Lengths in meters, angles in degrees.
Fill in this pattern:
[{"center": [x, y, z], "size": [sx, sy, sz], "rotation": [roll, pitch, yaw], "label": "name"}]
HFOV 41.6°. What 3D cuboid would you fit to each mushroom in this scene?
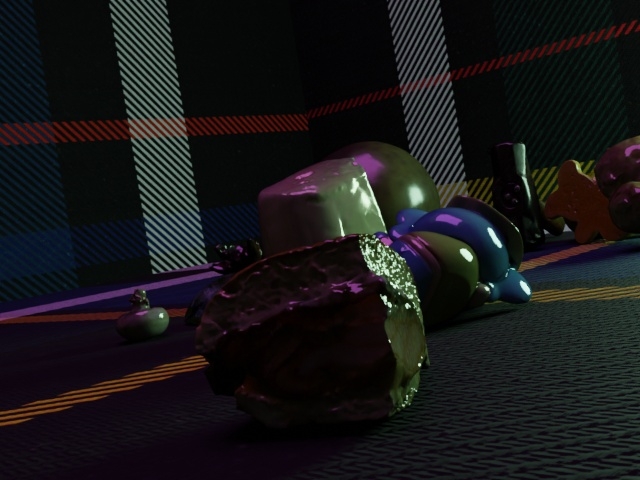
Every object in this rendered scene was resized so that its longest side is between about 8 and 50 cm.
[{"center": [-0.278, 0.114, 1.306], "size": [0.085, 0.079, 0.085], "rotation": [-15, 2, 1], "label": "mushroom"}]

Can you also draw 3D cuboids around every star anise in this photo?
[{"center": [-0.150, 0.068, 2.141], "size": [0.272, 0.102, 0.272], "rotation": [-8, -26, -4], "label": "star anise"}]

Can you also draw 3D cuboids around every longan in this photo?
[{"center": [0.104, -0.058, 1.771], "size": [0.319, 0.318, 0.319], "rotation": [-9, 2, 0], "label": "longan"}]

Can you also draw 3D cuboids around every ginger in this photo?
[{"center": [0.642, -0.096, 1.580], "size": [0.245, 0.155, 0.304], "rotation": [7, 25, 13], "label": "ginger"}]

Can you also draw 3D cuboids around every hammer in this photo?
[{"center": [0.511, -0.078, 1.995], "size": [0.095, 0.242, 0.409], "rotation": [-14, -15, 30], "label": "hammer"}]

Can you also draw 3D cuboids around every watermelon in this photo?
[{"center": [-0.171, 0.114, 1.402], "size": [0.155, 0.080, 0.101], "rotation": [-5, 38, 23], "label": "watermelon"}]

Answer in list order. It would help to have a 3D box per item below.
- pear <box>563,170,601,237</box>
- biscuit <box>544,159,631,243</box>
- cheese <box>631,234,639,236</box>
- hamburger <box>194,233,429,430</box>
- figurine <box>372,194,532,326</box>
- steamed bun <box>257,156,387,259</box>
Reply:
[{"center": [0.624, -0.081, 1.906], "size": [0.149, 0.148, 0.162], "rotation": [-9, -25, -18], "label": "pear"}, {"center": [0.581, -0.071, 1.798], "size": [0.035, 0.158, 0.240], "rotation": [8, 23, -34], "label": "biscuit"}, {"center": [0.675, -0.093, 1.798], "size": [0.123, 0.167, 0.094], "rotation": [-12, 6, -38], "label": "cheese"}, {"center": [0.010, 0.064, 0.673], "size": [0.155, 0.135, 0.208], "rotation": [-6, 1, 22], "label": "hamburger"}, {"center": [0.141, 0.024, 1.047], "size": [0.262, 0.153, 0.180], "rotation": [-5, 11, -36], "label": "figurine"}, {"center": [0.000, 0.000, 1.224], "size": [0.200, 0.225, 0.170], "rotation": [-13, 4, -39], "label": "steamed bun"}]
